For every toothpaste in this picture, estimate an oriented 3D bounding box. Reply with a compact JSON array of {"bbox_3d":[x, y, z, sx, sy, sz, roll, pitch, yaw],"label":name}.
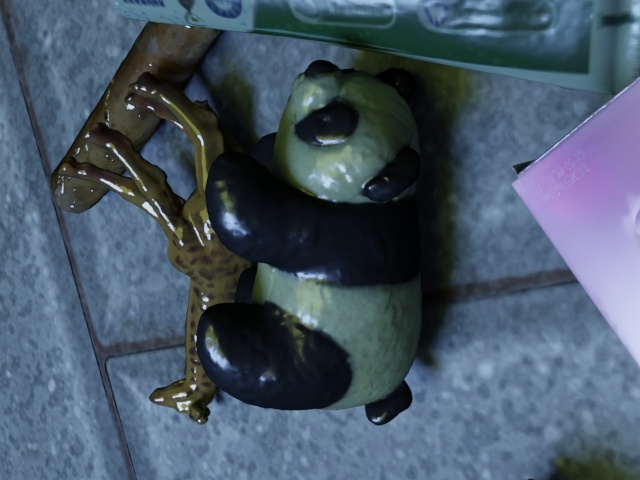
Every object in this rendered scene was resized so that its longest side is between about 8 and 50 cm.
[{"bbox_3d":[0.001,-0.155,0.592,0.392,0.061,0.099,11,130,24],"label":"toothpaste"}]

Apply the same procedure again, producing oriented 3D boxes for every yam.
[{"bbox_3d":[-0.144,-0.107,0.749,0.241,0.056,0.057,-44,74,36],"label":"yam"}]

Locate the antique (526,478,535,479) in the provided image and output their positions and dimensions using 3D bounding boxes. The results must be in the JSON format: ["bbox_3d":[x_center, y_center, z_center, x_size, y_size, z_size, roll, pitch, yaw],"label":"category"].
[{"bbox_3d":[0.097,0.287,0.612,0.150,0.125,0.284,32,119,27],"label":"antique"}]

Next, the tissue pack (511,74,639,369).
[{"bbox_3d":[0.228,-0.047,0.449,0.246,0.092,0.149,-43,73,37],"label":"tissue pack"}]

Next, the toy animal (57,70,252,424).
[{"bbox_3d":[-0.101,0.010,0.732,0.149,0.054,0.276,-16,109,10],"label":"toy animal"}]

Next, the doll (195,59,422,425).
[{"bbox_3d":[0.000,0.001,0.619,0.135,0.143,0.234,4,106,7],"label":"doll"}]
